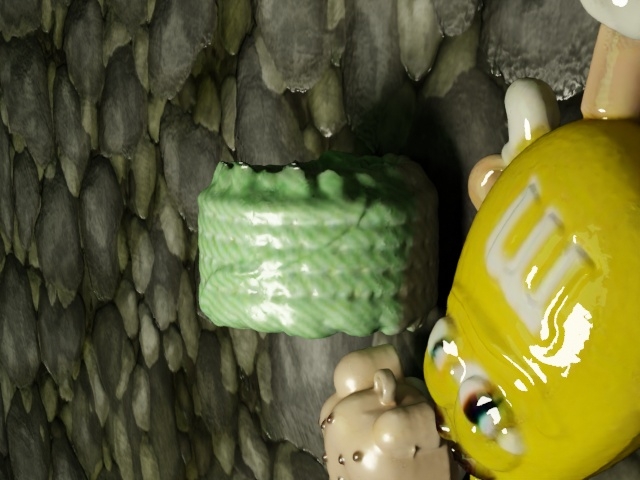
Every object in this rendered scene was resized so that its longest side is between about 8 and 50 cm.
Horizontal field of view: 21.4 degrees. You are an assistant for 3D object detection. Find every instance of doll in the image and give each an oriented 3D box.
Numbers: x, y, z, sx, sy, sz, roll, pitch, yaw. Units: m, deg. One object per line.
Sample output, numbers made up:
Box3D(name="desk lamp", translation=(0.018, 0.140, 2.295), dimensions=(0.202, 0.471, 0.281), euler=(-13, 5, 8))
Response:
Box3D(name="doll", translation=(0.054, 0.221, 1.517), dimensions=(0.278, 0.119, 0.154), euler=(98, 155, -45))
Box3D(name="doll", translation=(0.205, 0.005, 1.108), dimensions=(0.348, 0.161, 0.423), euler=(9, 97, 59))

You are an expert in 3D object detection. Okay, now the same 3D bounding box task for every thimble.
Box3D(name="thimble", translation=(0.000, 0.000, 1.473), dimensions=(0.219, 0.219, 0.150), euler=(12, 103, 63))
